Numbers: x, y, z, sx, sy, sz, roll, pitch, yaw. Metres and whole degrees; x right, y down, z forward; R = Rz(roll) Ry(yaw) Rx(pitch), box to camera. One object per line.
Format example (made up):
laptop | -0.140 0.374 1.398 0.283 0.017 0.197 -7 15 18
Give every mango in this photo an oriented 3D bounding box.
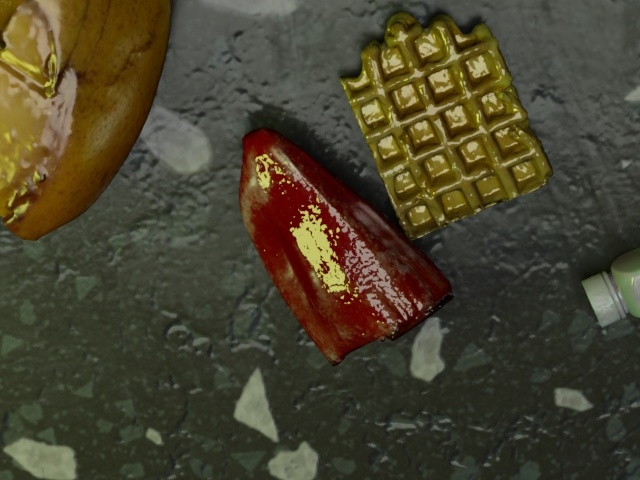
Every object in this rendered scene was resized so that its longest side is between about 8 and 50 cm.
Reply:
mango | -0.248 -0.183 1.818 0.201 0.199 0.350 26 100 27

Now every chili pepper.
chili pepper | 0.000 0.000 1.915 0.136 0.144 0.252 -40 94 -9

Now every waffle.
waffle | 0.117 -0.125 1.904 0.160 0.055 0.211 -22 105 6

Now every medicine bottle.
medicine bottle | 0.323 0.040 1.948 0.118 0.074 0.055 -24 106 5
